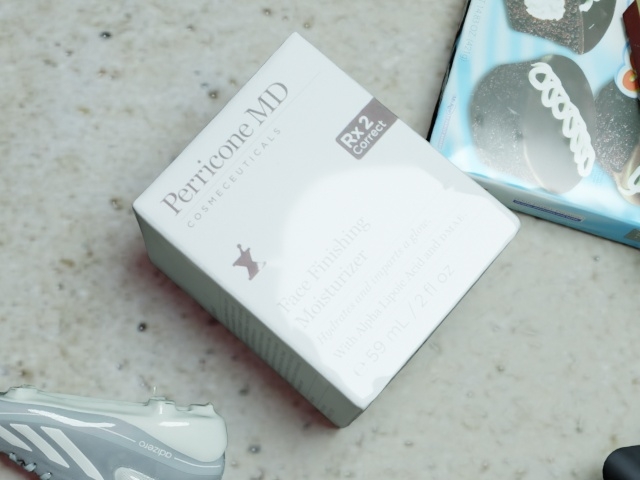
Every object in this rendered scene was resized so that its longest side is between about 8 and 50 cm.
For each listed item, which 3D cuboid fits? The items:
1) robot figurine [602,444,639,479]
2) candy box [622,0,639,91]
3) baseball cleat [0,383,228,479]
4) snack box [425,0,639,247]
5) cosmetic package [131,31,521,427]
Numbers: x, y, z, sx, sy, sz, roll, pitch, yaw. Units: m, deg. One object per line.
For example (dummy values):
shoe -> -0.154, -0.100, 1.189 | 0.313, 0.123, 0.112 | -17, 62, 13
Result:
robot figurine -> 0.320, 0.174, 0.784 | 0.278, 0.209, 0.173 | -1, 43, -3
candy box -> 0.375, -0.094, 0.831 | 0.316, 0.087, 0.183 | -5, 76, -9
baseball cleat -> -0.164, 0.144, 0.817 | 0.206, 0.072, 0.109 | 4, 85, 1
snack box -> 0.201, -0.170, 0.906 | 0.187, 0.060, 0.322 | 17, 78, 0
cosmetic package -> 0.000, 0.000, 0.813 | 0.183, 0.151, 0.151 | 40, 78, 5
